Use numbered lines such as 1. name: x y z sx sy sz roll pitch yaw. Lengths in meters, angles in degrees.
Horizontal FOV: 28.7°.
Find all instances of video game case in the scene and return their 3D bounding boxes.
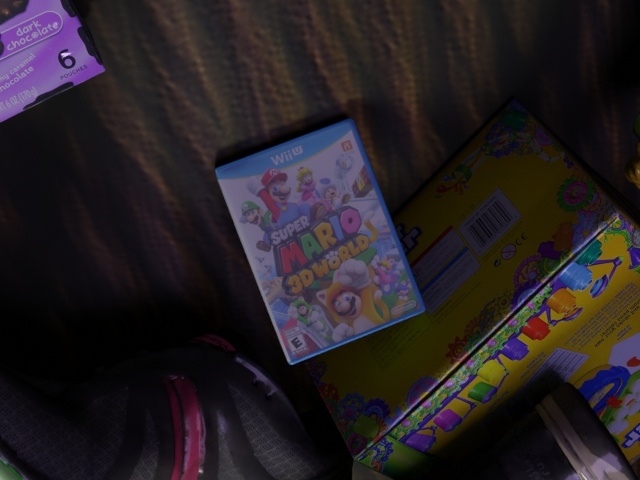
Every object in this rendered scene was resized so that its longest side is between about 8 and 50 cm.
1. video game case: 0.000 0.000 0.995 0.119 0.015 0.166 -21 90 -8

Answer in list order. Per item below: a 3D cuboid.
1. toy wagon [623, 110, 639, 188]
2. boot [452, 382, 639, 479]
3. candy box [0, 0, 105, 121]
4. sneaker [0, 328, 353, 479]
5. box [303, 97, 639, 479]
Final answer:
1. toy wagon: 0.367 -0.178 1.003 0.344 0.068 0.267 -41 157 11
2. boot: 0.161 0.316 1.073 0.284 0.138 0.377 -29 130 -1
3. candy box: -0.254 -0.161 0.783 0.165 0.070 0.196 -27 133 -3
4. sneaker: -0.147 0.154 1.024 0.483 0.185 0.202 28 75 -45
5. box: 0.182 0.085 1.109 0.290 0.177 0.279 -45 131 13
